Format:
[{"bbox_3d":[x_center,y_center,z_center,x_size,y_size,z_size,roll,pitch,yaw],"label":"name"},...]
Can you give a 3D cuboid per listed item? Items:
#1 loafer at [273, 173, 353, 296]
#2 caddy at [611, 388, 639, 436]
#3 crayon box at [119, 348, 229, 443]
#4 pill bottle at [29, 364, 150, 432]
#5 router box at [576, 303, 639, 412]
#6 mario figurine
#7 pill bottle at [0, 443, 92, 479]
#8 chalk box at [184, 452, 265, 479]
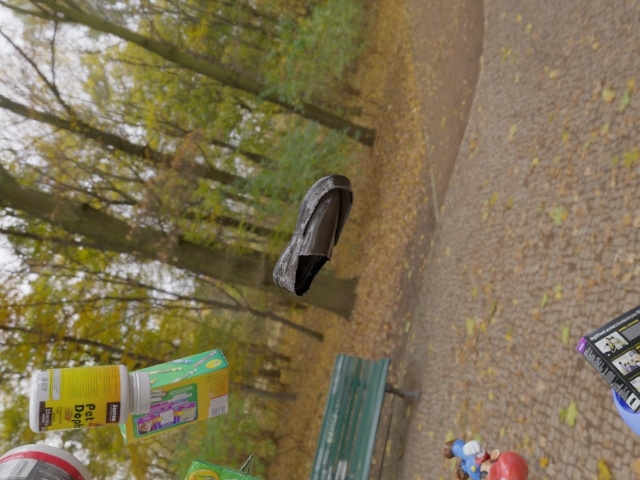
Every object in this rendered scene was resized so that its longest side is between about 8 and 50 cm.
[{"bbox_3d":[0.000,0.000,0.965,0.078,0.080,0.220,48,120,51],"label":"loafer"},{"bbox_3d":[0.776,0.275,1.237,0.341,0.241,0.179,-52,-23,21],"label":"caddy"},{"bbox_3d":[-0.377,0.399,1.543,0.081,0.278,0.166,45,138,48],"label":"crayon box"},{"bbox_3d":[-0.446,0.304,1.166,0.117,0.214,0.117,-179,90,-67],"label":"pill bottle"},{"bbox_3d":[0.535,0.177,0.972,0.133,0.178,0.046,56,164,35],"label":"router box"},{"bbox_3d":[0.458,0.673,1.736,0.170,0.198,0.320,-70,14,-16],"label":"mario figurine"},{"bbox_3d":[-0.465,0.462,0.863,0.318,0.176,0.176,-90,16,-71],"label":"pill bottle"},{"bbox_3d":[-0.202,0.566,1.192,0.289,0.179,0.180,-69,-8,-46],"label":"chalk box"}]
